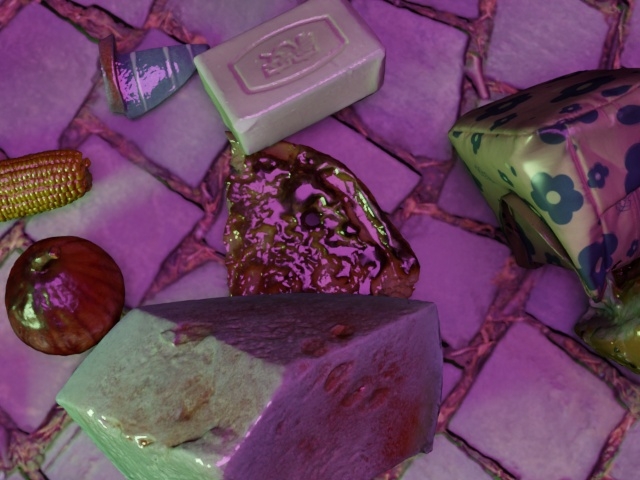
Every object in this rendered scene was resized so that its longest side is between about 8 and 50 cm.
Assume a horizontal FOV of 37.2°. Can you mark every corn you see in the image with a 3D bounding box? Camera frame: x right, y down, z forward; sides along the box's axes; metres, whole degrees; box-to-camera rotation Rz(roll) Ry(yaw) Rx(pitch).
[{"bbox_3d":[-0.345,-0.052,1.012,0.207,0.068,0.068,-15,85,-8],"label":"corn"}]

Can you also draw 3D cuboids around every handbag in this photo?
[{"bbox_3d":[0.265,-0.064,0.977,0.190,0.251,0.193,-22,102,-7],"label":"handbag"}]

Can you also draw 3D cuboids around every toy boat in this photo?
[{"bbox_3d":[-0.180,-0.188,1.058,0.122,0.034,0.096,-10,90,-7],"label":"toy boat"}]

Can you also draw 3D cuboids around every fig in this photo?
[{"bbox_3d":[-0.264,0.059,0.967,0.129,0.150,0.128,0,97,0],"label":"fig"}]

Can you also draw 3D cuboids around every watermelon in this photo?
[{"bbox_3d":[-0.065,0.175,0.904,0.388,0.258,0.228,-9,99,2],"label":"watermelon"}]

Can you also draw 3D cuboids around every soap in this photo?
[{"bbox_3d":[-0.030,-0.184,1.035,0.183,0.063,0.121,-28,60,-8],"label":"soap"}]

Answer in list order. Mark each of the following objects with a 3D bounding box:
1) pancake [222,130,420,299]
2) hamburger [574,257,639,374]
[{"bbox_3d":[0.000,0.000,1.041,0.213,0.056,0.257,-4,91,2],"label":"pancake"},{"bbox_3d":[0.421,0.093,1.004,0.288,0.192,0.167,27,92,-1],"label":"hamburger"}]
